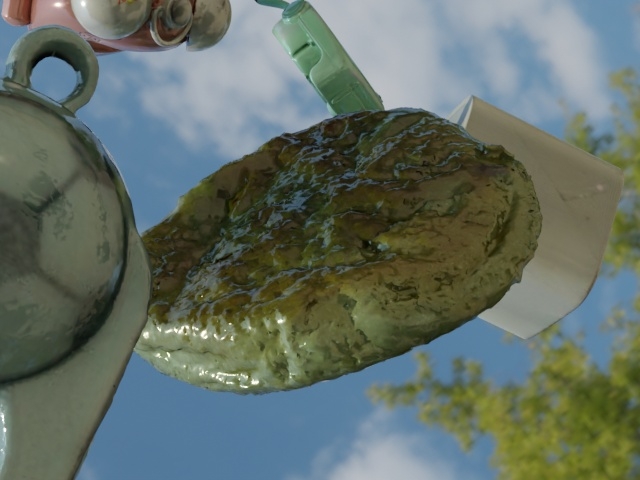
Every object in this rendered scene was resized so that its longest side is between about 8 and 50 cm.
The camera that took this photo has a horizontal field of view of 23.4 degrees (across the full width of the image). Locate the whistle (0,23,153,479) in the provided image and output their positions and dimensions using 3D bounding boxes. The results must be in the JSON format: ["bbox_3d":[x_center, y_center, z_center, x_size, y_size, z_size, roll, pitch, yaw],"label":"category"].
[{"bbox_3d":[-0.167,0.034,0.670,0.163,0.163,0.290,28,-104,-20],"label":"whistle"}]

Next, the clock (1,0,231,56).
[{"bbox_3d":[-0.177,-0.203,1.362,0.166,0.162,0.093,2,-81,-50],"label":"clock"}]

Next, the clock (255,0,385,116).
[{"bbox_3d":[-0.002,-0.153,1.273,0.135,0.041,0.101,55,-175,34],"label":"clock"}]

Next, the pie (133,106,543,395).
[{"bbox_3d":[0.000,0.000,0.966,0.078,0.277,0.277,66,-147,-25],"label":"pie"}]

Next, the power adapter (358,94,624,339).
[{"bbox_3d":[0.102,-0.031,1.159,0.205,0.130,0.125,26,-117,-11],"label":"power adapter"}]
